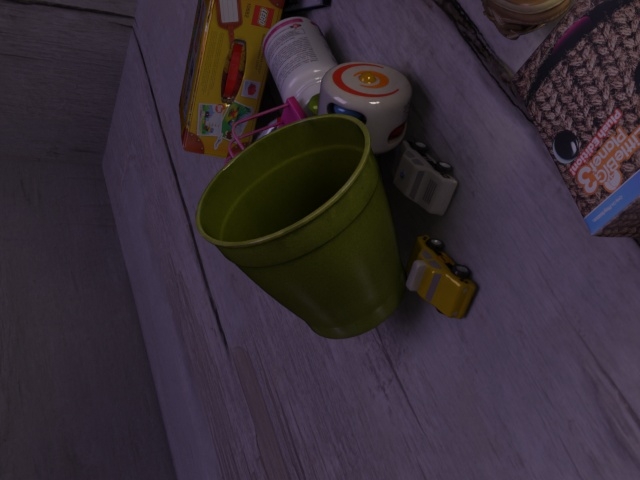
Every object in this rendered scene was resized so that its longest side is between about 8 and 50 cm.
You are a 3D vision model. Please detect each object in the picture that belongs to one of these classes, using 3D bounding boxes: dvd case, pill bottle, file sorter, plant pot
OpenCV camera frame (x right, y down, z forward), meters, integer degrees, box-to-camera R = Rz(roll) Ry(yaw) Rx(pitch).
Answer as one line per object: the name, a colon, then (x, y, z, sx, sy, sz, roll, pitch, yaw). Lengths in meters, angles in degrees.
dvd case: (-0.033, -0.703, 1.982, 0.239, 0.030, 0.179, 21, 107, 59)
pill bottle: (-0.032, -0.403, 1.833, 0.160, 0.160, 0.283, -60, 40, 41)
file sorter: (-0.117, -0.150, 1.762, 0.202, 0.182, 0.290, 58, 154, 18)
plant pot: (0.000, 0.000, 1.489, 0.366, 0.366, 0.353, 41, 166, 54)

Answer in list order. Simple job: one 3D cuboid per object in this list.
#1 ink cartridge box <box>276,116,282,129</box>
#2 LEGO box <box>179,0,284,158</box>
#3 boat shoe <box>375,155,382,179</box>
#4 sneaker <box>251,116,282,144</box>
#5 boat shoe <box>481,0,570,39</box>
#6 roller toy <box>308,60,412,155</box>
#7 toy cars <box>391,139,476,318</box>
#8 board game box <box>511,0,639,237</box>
ink cartridge box: (-0.056, -0.257, 1.958, 0.134, 0.078, 0.231, 3, 91, 61)
LEGO box: (-0.269, -0.540, 2.158, 0.372, 0.193, 0.500, -111, 33, -58)
boat shoe: (0.080, -0.204, 1.656, 0.095, 0.095, 0.257, -28, 55, 30)
sneaker: (-0.159, -0.279, 2.126, 0.258, 0.094, 0.091, -50, 52, 50)
boat shoe: (0.321, -0.379, 1.173, 0.341, 0.122, 0.110, -90, -22, -63)
roller toy: (0.093, -0.282, 1.554, 0.191, 0.209, 0.146, -113, 22, -46)
toy cars: (0.199, -0.031, 1.478, 0.176, 0.087, 0.393, -31, 62, 56)
board game box: (0.430, -0.185, 1.013, 0.232, 0.141, 0.291, -54, 44, 46)
